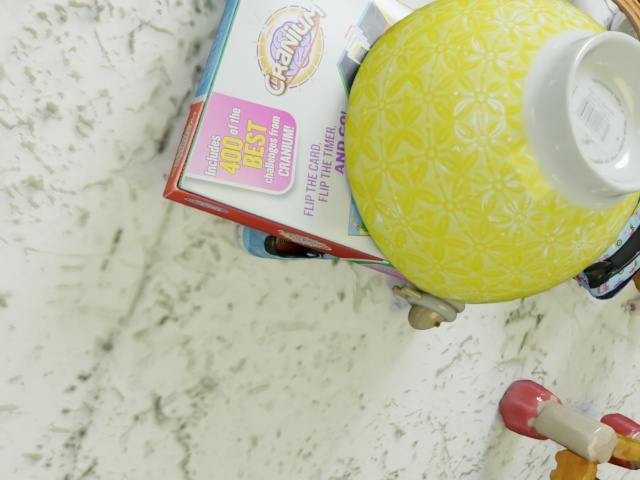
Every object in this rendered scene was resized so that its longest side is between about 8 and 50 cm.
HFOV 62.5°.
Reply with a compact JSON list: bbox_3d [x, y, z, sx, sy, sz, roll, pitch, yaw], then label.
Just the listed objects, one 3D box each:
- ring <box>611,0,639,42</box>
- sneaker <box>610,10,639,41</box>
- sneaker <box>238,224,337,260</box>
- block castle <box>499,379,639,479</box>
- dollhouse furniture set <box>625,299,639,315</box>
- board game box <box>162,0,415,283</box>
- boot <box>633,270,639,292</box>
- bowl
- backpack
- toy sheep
[{"bbox_3d":[0.317,-0.205,0.657,0.336,0.032,0.337,0,91,-17],"label":"ring"},{"bbox_3d":[0.495,-0.365,0.721,0.235,0.095,0.090,-42,127,18],"label":"sneaker"},{"bbox_3d":[0.000,0.000,0.551,0.162,0.073,0.064,-7,106,-28],"label":"sneaker"},{"bbox_3d":[0.365,0.472,0.810,0.302,0.213,0.454,22,85,-20],"label":"block castle"},{"bbox_3d":[0.574,0.081,0.938,0.081,0.091,0.114,-3,80,11],"label":"dollhouse furniture set"},{"bbox_3d":[0.045,-0.102,0.498,0.316,0.064,0.242,20,79,-23],"label":"board game box"},{"bbox_3d":[0.595,-0.021,0.777,0.295,0.211,0.104,-42,86,22],"label":"boot"},{"bbox_3d":[0.180,-0.088,0.438,0.289,0.156,0.290,1,86,-24],"label":"bowl"},{"bbox_3d":[0.398,-0.010,0.749,0.173,0.117,0.158,-43,120,-14],"label":"backpack"},{"bbox_3d":[0.144,0.049,0.642,0.091,0.091,0.132,35,79,-32],"label":"toy sheep"}]
